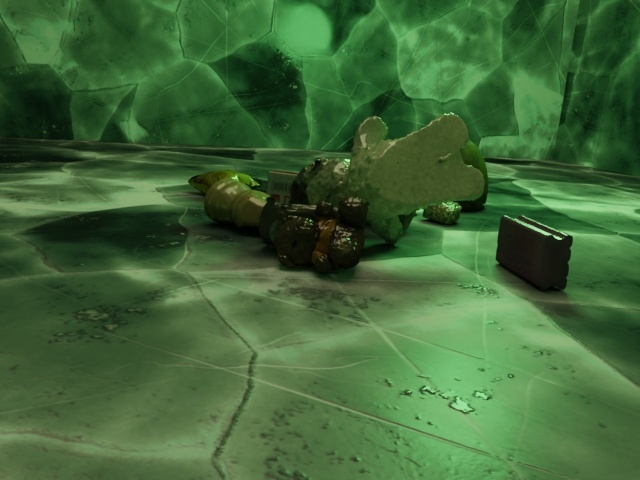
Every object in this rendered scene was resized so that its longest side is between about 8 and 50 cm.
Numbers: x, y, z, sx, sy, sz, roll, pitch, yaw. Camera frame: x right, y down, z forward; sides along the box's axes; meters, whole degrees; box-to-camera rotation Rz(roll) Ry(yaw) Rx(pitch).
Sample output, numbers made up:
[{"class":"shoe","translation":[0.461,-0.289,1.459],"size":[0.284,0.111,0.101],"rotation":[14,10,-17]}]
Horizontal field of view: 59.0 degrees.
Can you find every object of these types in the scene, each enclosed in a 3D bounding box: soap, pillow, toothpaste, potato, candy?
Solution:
[{"class":"soap","translation":[0.464,0.021,1.243],"size":[0.066,0.122,0.203],"rotation":[0,14,-10]},{"class":"pillow","translation":[-0.014,-0.029,1.305],"size":[0.255,0.169,0.059],"rotation":[2,46,-8]},{"class":"toothpaste","translation":[-0.194,-0.207,2.102],"size":[0.164,0.046,0.034],"rotation":[15,16,36]},{"class":"potato","translation":[0.491,-0.236,1.978],"size":[0.270,0.255,0.112],"rotation":[-3,15,-24]},{"class":"candy","translation":[0.379,-0.093,1.768],"size":[0.095,0.085,0.110],"rotation":[-19,36,-37]}]

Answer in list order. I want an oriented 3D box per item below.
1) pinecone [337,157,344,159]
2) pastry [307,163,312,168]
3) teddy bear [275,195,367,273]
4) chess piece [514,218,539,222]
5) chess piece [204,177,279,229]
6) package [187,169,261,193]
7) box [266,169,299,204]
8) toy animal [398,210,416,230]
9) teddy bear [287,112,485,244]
[{"class":"pinecone","translation":[0.101,-0.206,1.978],"size":[0.195,0.149,0.179],"rotation":[12,10,17]},{"class":"pastry","translation":[0.033,-0.249,2.211],"size":[0.154,0.102,0.250],"rotation":[0,15,-20]},{"class":"teddy bear","translation":[0.000,0.000,1.205],"size":[0.190,0.140,0.177],"rotation":[3,56,5]},{"class":"chess piece","translation":[0.613,-0.041,1.690],"size":[0.084,0.038,0.083],"rotation":[2,16,0]},{"class":"chess piece","translation":[-0.159,-0.071,1.472],"size":[0.301,0.137,0.137],"rotation":[21,22,36]},{"class":"package","translation":[-0.329,-0.193,1.928],"size":[0.168,0.090,0.226],"rotation":[-12,19,-39]},{"class":"box","translation":[-0.058,-0.145,1.752],"size":[0.230,0.122,0.050],"rotation":[9,11,21]},{"class":"toy animal","translation":[0.163,-0.108,1.655],"size":[0.127,0.125,0.251],"rotation":[-23,27,-37]},{"class":"teddy bear","translation":[0.147,-0.148,1.453],"size":[0.376,0.327,0.362],"rotation":[-19,2,-22]}]
